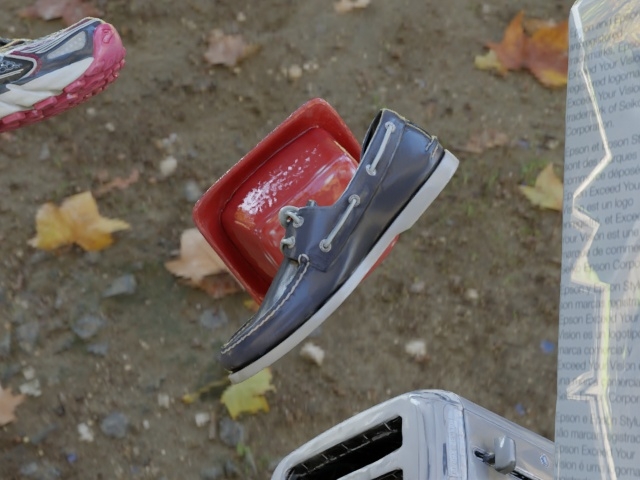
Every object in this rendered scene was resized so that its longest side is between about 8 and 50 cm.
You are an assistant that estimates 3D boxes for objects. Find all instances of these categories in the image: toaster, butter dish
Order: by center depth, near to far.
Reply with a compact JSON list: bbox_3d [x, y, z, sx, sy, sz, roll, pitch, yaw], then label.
[{"bbox_3d":[0.063,0.196,0.797,0.227,0.146,0.129,-31,37,34],"label":"toaster"},{"bbox_3d":[0.002,-0.010,0.988,0.160,0.160,0.118,-43,35,-9],"label":"butter dish"}]

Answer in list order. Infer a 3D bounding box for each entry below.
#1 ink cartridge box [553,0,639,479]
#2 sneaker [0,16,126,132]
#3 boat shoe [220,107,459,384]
[{"bbox_3d":[0.227,0.009,0.478,0.324,0.071,0.330,11,79,-36],"label":"ink cartridge box"},{"bbox_3d":[-0.281,-0.125,0.819,0.299,0.112,0.121,-4,13,18],"label":"sneaker"},{"bbox_3d":[0.000,0.000,0.716,0.065,0.075,0.206,46,70,-7],"label":"boat shoe"}]
